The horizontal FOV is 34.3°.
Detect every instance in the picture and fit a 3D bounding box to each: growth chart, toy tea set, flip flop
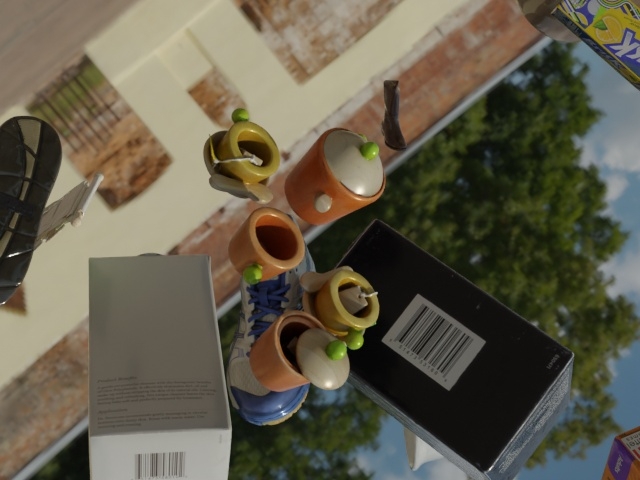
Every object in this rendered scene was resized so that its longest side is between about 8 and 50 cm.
[{"bbox_3d":[-0.422,-0.018,1.583,0.237,0.021,0.172,-30,-154,30],"label":"growth chart"},{"bbox_3d":[0.000,0.000,1.099,0.200,0.335,0.124,10,147,-39],"label":"toy tea set"},{"bbox_3d":[-0.395,-0.023,1.242,0.080,0.112,0.277,-21,-132,55],"label":"flip flop"}]

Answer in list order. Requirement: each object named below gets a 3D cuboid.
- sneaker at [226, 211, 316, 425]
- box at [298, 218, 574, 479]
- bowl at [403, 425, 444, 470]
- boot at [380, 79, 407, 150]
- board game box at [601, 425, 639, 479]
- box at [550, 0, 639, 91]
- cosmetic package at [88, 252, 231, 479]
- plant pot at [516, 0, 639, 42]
[{"bbox_3d":[-0.071,0.090,1.316,0.112,0.131,0.296,-5,-136,7],"label":"sneaker"},{"bbox_3d":[0.154,0.157,1.331,0.182,0.296,0.294,-51,159,-8],"label":"box"},{"bbox_3d":[0.207,0.231,1.739,0.134,0.297,0.298,-3,-167,-1],"label":"bowl"},{"bbox_3d":[0.139,-0.237,1.944,0.037,0.114,0.106,-8,-145,-19],"label":"boot"},{"bbox_3d":[0.697,0.493,1.693,0.357,0.356,0.356,-18,-134,-17],"label":"board game box"},{"bbox_3d":[0.335,-0.217,1.129,0.059,0.169,0.054,-48,179,8],"label":"box"},{"bbox_3d":[-0.246,0.191,1.537,0.197,0.155,0.365,-1,-141,-10],"label":"cosmetic package"},{"bbox_3d":[0.374,-0.375,1.372,0.263,0.263,0.229,-45,-179,-27],"label":"plant pot"}]
